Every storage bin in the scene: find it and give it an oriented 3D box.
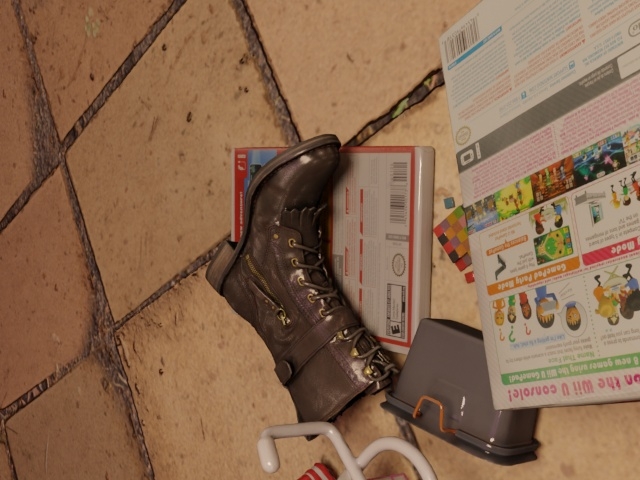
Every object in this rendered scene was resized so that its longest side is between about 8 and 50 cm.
[{"bbox_3d":[0.128,0.126,0.656,0.135,0.098,0.091,17,95,42],"label":"storage bin"}]

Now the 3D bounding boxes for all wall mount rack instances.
[{"bbox_3d":[-0.004,0.349,0.660,0.304,0.130,0.350,58,132,38],"label":"wall mount rack"}]

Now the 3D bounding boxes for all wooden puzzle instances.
[{"bbox_3d":[0.134,-0.004,0.692,0.049,0.006,0.083,-46,62,37],"label":"wooden puzzle"}]

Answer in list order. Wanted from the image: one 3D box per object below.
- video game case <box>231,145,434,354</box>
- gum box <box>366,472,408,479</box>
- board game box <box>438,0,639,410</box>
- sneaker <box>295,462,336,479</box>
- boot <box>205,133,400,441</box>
[{"bbox_3d":[0.000,0.000,0.811,0.285,0.025,0.204,6,98,44],"label":"video game case"},{"bbox_3d":[0.076,0.329,0.716,0.188,0.062,0.107,56,129,42],"label":"gum box"},{"bbox_3d":[0.198,-0.048,0.495,0.224,0.097,0.304,-30,61,60],"label":"board game box"},{"bbox_3d":[-0.005,0.297,0.837,0.042,0.067,0.119,34,146,35],"label":"sneaker"},{"bbox_3d":[0.003,0.052,0.749,0.229,0.091,0.263,51,130,22],"label":"boot"}]
